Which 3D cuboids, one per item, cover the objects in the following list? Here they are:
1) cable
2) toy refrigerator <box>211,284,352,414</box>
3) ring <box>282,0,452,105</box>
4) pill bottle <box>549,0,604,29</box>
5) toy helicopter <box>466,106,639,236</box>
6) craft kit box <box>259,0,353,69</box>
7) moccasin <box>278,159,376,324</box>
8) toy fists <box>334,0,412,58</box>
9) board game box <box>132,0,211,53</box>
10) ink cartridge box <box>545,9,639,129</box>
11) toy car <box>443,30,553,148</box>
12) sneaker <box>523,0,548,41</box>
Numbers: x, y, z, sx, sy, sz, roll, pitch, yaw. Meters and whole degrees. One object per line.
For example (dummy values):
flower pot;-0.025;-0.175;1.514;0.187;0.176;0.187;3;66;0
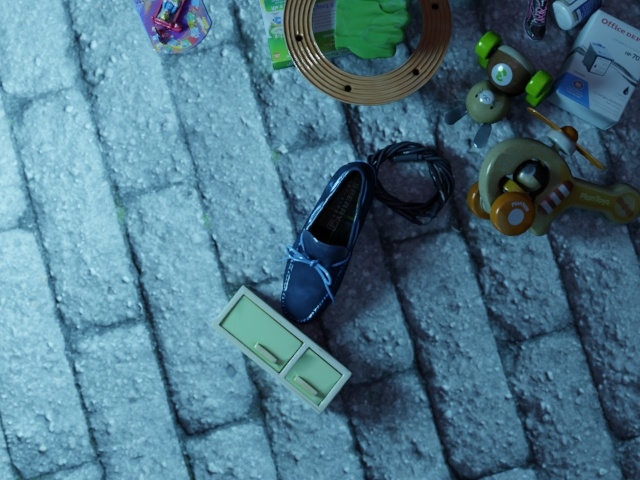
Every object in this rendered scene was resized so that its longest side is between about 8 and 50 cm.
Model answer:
cable;0.177;-0.127;1.487;0.184;0.047;0.150;34;88;3
toy refrigerator;-0.075;0.209;1.434;0.269;0.094;0.102;39;86;1
ring;0.092;-0.430;1.466;0.336;0.032;0.337;0;87;-1
pill bottle;0.536;-0.491;1.511;0.120;0.067;0.067;-37;87;-3
toy helicopter;0.478;-0.116;1.443;0.355;0.140;0.235;11;105;-16
craft kit box;-0.001;-0.495;1.510;0.249;0.061;0.247;-11;83;-2
moccasin;0.000;0.000;1.425;0.137;0.117;0.342;19;94;7
toy fists;0.108;-0.484;1.409;0.142;0.096;0.279;4;87;9
board game box;-0.306;-0.471;1.512;0.133;0.033;0.169;-23;87;-2
ink cartridge box;0.567;-0.343;1.494;0.139;0.082;0.191;27;87;1
toy car;0.337;-0.284;1.464;0.155;0.149;0.188;42;98;14
sneaker;0.447;-0.470;1.513;0.047;0.057;0.119;1;87;-3
